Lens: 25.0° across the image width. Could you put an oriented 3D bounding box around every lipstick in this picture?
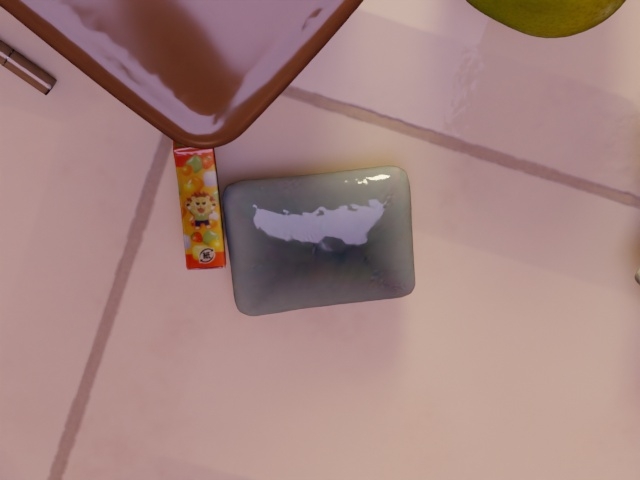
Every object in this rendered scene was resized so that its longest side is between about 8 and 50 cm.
[{"bbox_3d":[-0.279,-0.163,1.288,0.094,0.019,0.019,36,105,-18],"label":"lipstick"}]

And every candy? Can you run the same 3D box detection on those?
[{"bbox_3d":[-0.112,-0.039,1.333,0.038,0.062,0.122,-6,114,-3],"label":"candy"},{"bbox_3d":[0.000,0.000,1.354,0.174,0.071,0.138,-6,116,-2],"label":"candy"}]

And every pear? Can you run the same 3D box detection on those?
[{"bbox_3d":[0.213,-0.269,1.224,0.216,0.166,0.180,-20,102,-20],"label":"pear"}]

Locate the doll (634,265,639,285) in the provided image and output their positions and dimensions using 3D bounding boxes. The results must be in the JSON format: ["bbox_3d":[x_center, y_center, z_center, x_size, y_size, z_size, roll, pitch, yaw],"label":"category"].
[{"bbox_3d":[0.363,-0.014,1.365,0.138,0.119,0.293,-10,119,-10],"label":"doll"}]

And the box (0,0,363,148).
[{"bbox_3d":[-0.140,-0.264,1.145,0.339,0.229,0.239,39,105,-18],"label":"box"}]
